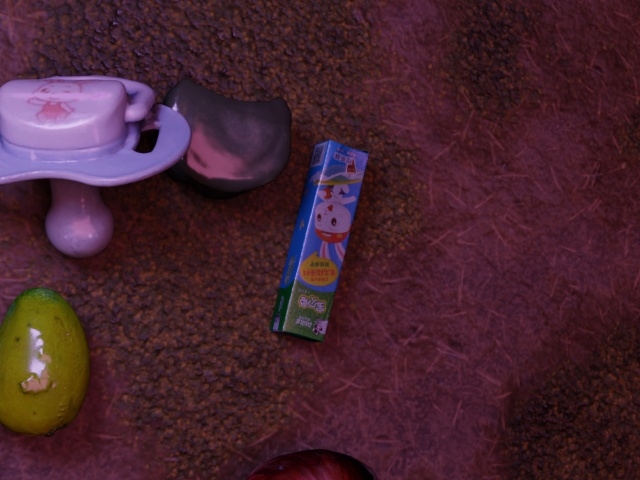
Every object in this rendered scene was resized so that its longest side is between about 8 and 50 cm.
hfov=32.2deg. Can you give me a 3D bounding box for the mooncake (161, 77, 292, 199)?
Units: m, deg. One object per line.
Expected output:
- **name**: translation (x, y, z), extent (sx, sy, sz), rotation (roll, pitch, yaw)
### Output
- **mooncake**: translation (-0.124, -0.135, 1.416), extent (0.175, 0.104, 0.168), rotation (43, 75, -11)

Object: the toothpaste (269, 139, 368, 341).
- **toothpaste**: translation (0.000, 0.000, 1.484), extent (0.065, 0.050, 0.266), rotation (18, 80, -23)

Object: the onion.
- **onion**: translation (-0.018, 0.395, 1.395), extent (0.272, 0.195, 0.272), rotation (34, 43, -38)

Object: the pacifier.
- **pacifier**: translation (-0.295, -0.086, 1.321), extent (0.287, 0.238, 0.225), rotation (1, 120, -3)

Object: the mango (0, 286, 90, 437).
- **mango**: translation (-0.334, 0.142, 1.312), extent (0.119, 0.100, 0.178), rotation (3, 77, -19)
